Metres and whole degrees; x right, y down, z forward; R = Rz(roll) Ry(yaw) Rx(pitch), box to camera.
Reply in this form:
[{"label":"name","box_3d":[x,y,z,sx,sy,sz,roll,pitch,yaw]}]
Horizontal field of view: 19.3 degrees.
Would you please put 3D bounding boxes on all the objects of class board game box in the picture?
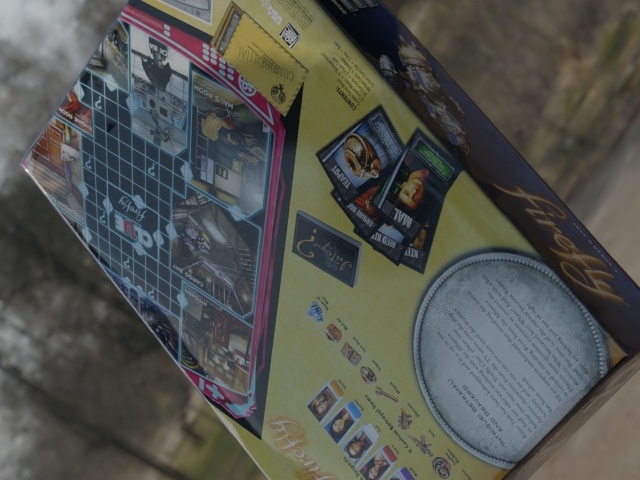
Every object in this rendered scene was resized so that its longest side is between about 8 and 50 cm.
[{"label":"board game box","box_3d":[0.000,0.000,0.738,0.042,0.243,0.165,-17,-28,-53]}]
